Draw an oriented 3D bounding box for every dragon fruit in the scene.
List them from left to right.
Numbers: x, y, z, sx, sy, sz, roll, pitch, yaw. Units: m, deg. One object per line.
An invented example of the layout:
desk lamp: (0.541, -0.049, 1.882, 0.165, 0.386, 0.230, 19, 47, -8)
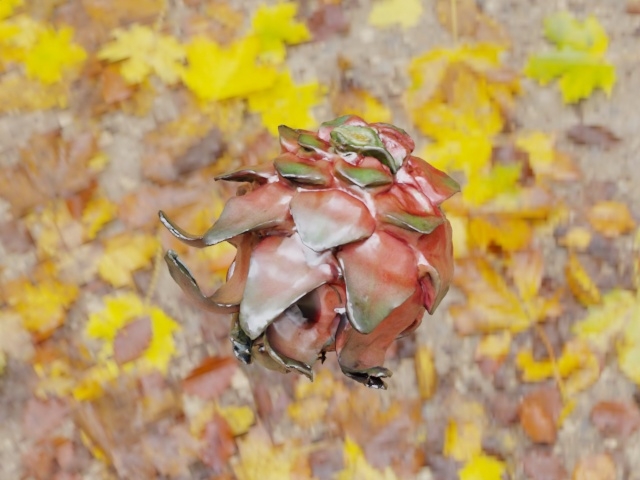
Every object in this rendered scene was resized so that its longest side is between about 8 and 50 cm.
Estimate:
dragon fruit: (0.005, 0.005, 0.867, 0.142, 0.130, 0.121, -39, 107, -14)
